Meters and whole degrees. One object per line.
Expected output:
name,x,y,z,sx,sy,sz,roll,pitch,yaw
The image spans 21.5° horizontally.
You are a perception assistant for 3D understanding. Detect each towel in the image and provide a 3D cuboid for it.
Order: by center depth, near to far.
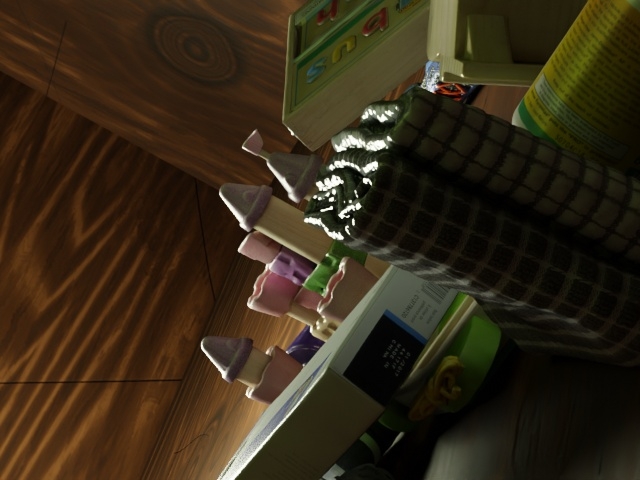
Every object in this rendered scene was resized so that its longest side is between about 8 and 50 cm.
towel,0.117,-0.005,1.179,0.283,0.235,0.121,175,117,-82

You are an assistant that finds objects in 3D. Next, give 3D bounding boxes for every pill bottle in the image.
pill bottle,0.243,-0.140,1.260,0.208,0.117,0.117,-58,8,26

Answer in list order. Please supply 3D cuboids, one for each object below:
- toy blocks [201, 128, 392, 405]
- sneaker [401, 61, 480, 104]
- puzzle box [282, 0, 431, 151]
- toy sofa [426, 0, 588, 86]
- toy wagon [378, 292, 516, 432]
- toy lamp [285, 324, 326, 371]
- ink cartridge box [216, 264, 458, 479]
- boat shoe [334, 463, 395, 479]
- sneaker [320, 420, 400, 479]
toy blocks,0.000,0.000,1.855,0.288,0.260,0.309,-52,12,53
sneaker,0.159,-0.179,2.221,0.221,0.083,0.087,121,161,-65
puzzle box,0.125,-0.292,1.843,0.409,0.052,0.272,-37,25,21
toy sofa,0.198,-0.327,1.608,0.177,0.150,0.363,-131,44,-79
toy wagon,0.133,0.054,1.491,0.267,0.068,0.344,-58,9,30
toy lamp,-0.029,0.203,2.007,0.080,0.080,0.275,-54,10,44
ink cartridge box,-0.001,0.147,1.463,0.165,0.065,0.333,-55,3,-39
boat shoe,0.033,0.225,1.458,0.076,0.083,0.226,-49,3,-14
sneaker,0.037,0.189,1.672,0.121,0.079,0.217,-51,5,-7
